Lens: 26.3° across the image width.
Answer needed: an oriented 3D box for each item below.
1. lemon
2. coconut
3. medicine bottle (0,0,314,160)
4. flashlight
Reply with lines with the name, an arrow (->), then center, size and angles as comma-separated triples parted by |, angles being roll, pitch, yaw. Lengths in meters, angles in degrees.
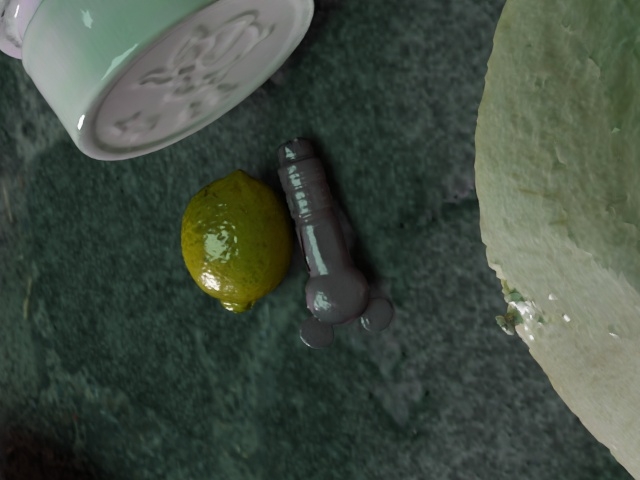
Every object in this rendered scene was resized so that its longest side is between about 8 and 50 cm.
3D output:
lemon -> -0.045, 0.001, 0.746 | 0.062, 0.062, 0.083 | 15, 112, 37
coconut -> 0.173, -0.018, 0.421 | 0.239, 0.244, 0.239 | 16, 115, 38
medicine bottle -> -0.137, -0.196, 0.682 | 0.170, 0.170, 0.293 | -44, 74, 41
flashlight -> 0.000, 0.000, 0.727 | 0.031, 0.052, 0.110 | 147, 107, -79
